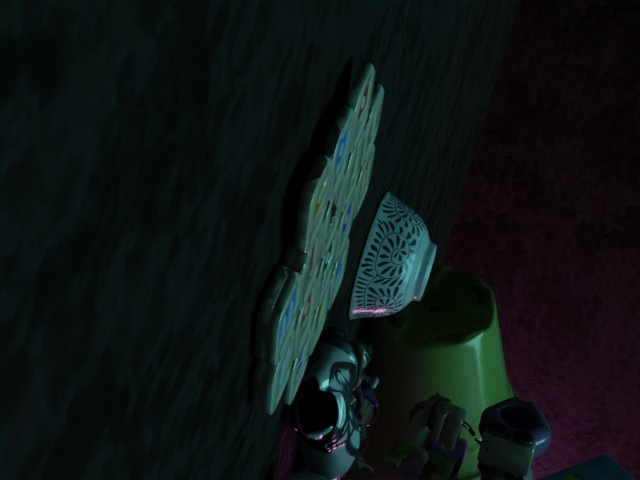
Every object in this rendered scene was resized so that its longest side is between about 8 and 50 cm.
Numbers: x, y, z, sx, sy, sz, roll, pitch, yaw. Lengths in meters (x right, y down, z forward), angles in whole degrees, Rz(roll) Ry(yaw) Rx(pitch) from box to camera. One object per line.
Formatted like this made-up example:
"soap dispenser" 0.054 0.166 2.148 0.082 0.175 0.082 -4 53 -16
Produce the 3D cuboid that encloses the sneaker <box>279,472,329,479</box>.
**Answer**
"sneaker" -0.034 0.416 1.164 0.236 0.130 0.323 84 19 -58

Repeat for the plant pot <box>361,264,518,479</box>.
"plant pot" 0.171 0.186 1.715 0.276 0.276 0.254 -64 156 -46

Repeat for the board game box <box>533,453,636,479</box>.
"board game box" 0.191 0.396 1.262 0.336 0.079 0.254 -10 125 -32

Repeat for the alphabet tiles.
"alphabet tiles" 0.000 0.000 0.959 0.278 0.021 0.284 97 13 -50

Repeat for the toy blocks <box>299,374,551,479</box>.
"toy blocks" 0.135 0.263 1.440 0.260 0.288 0.309 -47 151 -57

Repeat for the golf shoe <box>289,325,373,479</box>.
"golf shoe" -0.003 0.183 1.159 0.094 0.077 0.198 -45 146 -49

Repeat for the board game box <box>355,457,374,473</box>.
"board game box" 0.135 0.386 1.869 0.303 0.224 0.098 -63 169 -48

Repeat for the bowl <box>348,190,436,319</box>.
"bowl" 0.098 0.030 1.429 0.170 0.080 0.170 17 90 -80
